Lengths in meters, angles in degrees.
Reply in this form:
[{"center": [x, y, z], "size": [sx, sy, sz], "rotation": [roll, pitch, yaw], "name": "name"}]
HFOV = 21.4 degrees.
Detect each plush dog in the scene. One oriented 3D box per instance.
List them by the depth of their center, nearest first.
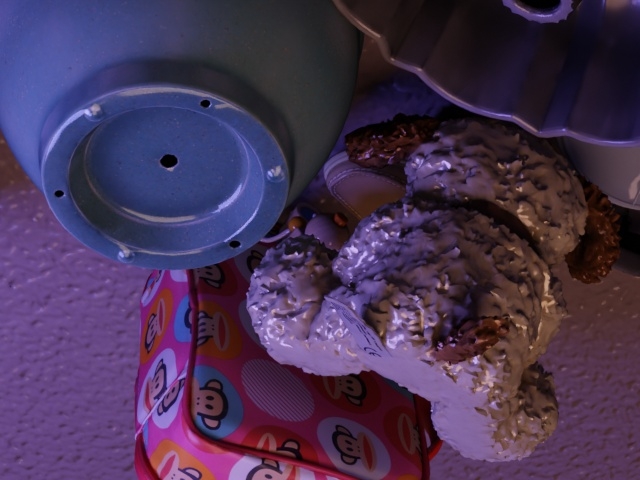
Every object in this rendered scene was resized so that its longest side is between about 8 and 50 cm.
[{"center": [0.107, 0.008, 1.247], "size": [0.262, 0.225, 0.210], "rotation": [27, 154, -8], "name": "plush dog"}]

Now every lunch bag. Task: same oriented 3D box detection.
[{"center": [-0.017, 0.116, 1.381], "size": [0.258, 0.293, 0.120], "rotation": [19, 125, -18], "name": "lunch bag"}]

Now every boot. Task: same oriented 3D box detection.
[{"center": [0.083, 0.031, 1.383], "size": [0.213, 0.165, 0.077], "rotation": [33, 138, -29], "name": "boot"}]

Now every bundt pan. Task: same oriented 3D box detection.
[{"center": [0.163, -0.208, 1.130], "size": [0.330, 0.124, 0.331], "rotation": [21, 154, 10], "name": "bundt pan"}]

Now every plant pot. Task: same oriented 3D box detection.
[{"center": [-0.109, -0.104, 1.232], "size": [0.293, 0.196, 0.293], "rotation": [-1, 133, -1], "name": "plant pot"}]

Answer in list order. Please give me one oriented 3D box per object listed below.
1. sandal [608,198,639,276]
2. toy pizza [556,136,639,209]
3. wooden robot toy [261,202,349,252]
[{"center": [0.192, -0.038, 1.383], "size": [0.254, 0.097, 0.054], "rotation": [26, 101, -25], "name": "sandal"}, {"center": [0.280, -0.114, 1.333], "size": [0.201, 0.032, 0.201], "rotation": [-4, 122, -6], "name": "toy pizza"}, {"center": [0.000, 0.000, 1.369], "size": [0.076, 0.173, 0.079], "rotation": [-1, 139, -44], "name": "wooden robot toy"}]
